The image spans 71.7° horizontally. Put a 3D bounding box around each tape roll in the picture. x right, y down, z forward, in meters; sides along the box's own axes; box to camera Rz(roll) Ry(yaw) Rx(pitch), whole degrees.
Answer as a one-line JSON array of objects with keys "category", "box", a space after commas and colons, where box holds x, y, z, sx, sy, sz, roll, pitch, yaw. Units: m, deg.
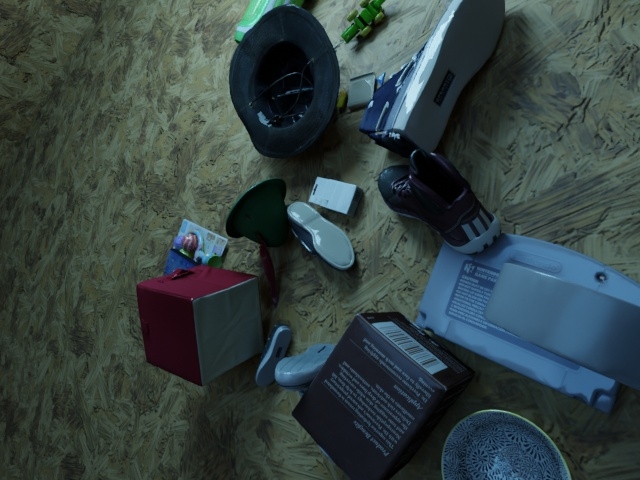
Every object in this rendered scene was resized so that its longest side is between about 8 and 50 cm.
[{"category": "tape roll", "box": [0.300, 0.097, 0.491, 0.219, 0.219, 0.072, 24, 95, 40]}]

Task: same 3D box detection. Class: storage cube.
[{"category": "storage cube", "box": [-0.259, 0.172, 0.968, 0.193, 0.184, 0.214, 7, 105, 37]}]

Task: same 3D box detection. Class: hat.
[{"category": "hat", "box": [-0.056, -0.353, 1.022, 0.332, 0.134, 0.331, 7, 101, 37]}, {"category": "hat", "box": [-0.088, -0.005, 0.975, 0.173, 0.208, 0.183, -35, 71, -25]}]

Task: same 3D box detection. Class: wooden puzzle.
[{"category": "wooden puzzle", "box": [0.090, -0.329, 0.977, 0.116, 0.014, 0.078, 7, 87, 40]}]

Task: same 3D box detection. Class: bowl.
[{"category": "bowl", "box": [0.264, 0.323, 0.615, 0.170, 0.080, 0.170, -12, 70, 36]}]

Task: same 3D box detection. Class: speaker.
[{"category": "speaker", "box": [-0.106, -0.623, 1.141, 0.131, 0.131, 0.296, 37, 102, 39]}]

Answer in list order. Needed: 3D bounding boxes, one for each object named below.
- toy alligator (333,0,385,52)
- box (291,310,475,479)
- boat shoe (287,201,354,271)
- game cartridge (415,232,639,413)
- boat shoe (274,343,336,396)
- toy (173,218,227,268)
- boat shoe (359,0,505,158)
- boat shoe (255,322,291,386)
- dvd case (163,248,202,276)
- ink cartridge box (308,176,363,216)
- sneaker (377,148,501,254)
[{"category": "toy alligator", "box": [0.084, -0.486, 1.003, 0.190, 0.056, 0.051, -40, 15, 25]}, {"category": "box", "box": [0.101, 0.240, 0.699, 0.168, 0.167, 0.203, 39, 104, 29]}, {"category": "boat shoe", "box": [0.000, 0.000, 0.943, 0.206, 0.075, 0.065, 47, 151, 31]}, {"category": "game cartridge", "box": [0.304, 0.095, 0.665, 0.294, 0.060, 0.195, 22, 95, 40]}, {"category": "boat shoe", "box": [-0.011, 0.238, 0.779, 0.083, 0.226, 0.075, -3, 87, 21]}, {"category": "toy", "box": [-0.356, 0.026, 1.209, 0.237, 0.056, 0.136, 21, 91, 40]}, {"category": "boat shoe", "box": [0.193, -0.317, 0.824, 0.340, 0.127, 0.158, -59, 35, -1]}, {"category": "boat shoe", "box": [-0.103, 0.246, 0.958, 0.040, 0.049, 0.142, 29, 96, 59]}, {"category": "dvd case", "box": [-0.366, 0.169, 1.164, 0.180, 0.022, 0.252, 25, 103, 33]}, {"category": "ink cartridge box", "box": [0.031, -0.095, 0.949, 0.115, 0.029, 0.062, 21, 92, 41]}, {"category": "sneaker", "box": [0.165, -0.102, 0.726, 0.106, 0.162, 0.281, -45, 39, -2]}]
